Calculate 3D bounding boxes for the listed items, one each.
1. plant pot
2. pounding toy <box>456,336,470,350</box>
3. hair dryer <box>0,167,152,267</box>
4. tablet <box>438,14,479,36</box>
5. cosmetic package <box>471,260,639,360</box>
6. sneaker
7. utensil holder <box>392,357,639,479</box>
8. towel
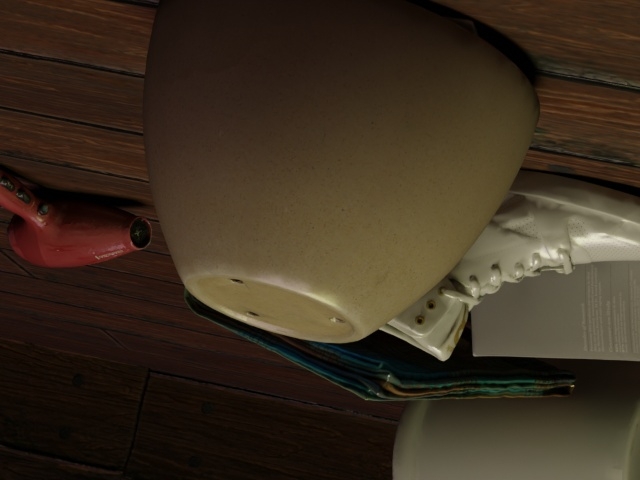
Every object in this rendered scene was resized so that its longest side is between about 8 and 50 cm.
[{"bbox_3d":[-0.006,-0.039,1.384,0.284,0.191,0.284,15,163,5],"label":"plant pot"},{"bbox_3d":[0.070,0.042,1.996,0.130,0.100,0.141,3,165,43],"label":"pounding toy"},{"bbox_3d":[-0.328,-0.029,2.156,0.293,0.080,0.223,13,168,1],"label":"hair dryer"},{"bbox_3d":[0.066,-0.143,1.333,0.083,0.006,0.054,10,169,15],"label":"tablet"},{"bbox_3d":[0.256,0.057,1.797,0.127,0.107,0.238,-3,178,-36],"label":"cosmetic package"},{"bbox_3d":[0.146,0.027,1.669,0.292,0.169,0.108,8,166,16],"label":"sneaker"},{"bbox_3d":[0.323,0.269,2.266,0.327,0.327,0.385,20,165,-32],"label":"utensil holder"},{"bbox_3d":[0.067,0.100,2.036,0.271,0.040,0.370,24,-169,36],"label":"towel"}]
